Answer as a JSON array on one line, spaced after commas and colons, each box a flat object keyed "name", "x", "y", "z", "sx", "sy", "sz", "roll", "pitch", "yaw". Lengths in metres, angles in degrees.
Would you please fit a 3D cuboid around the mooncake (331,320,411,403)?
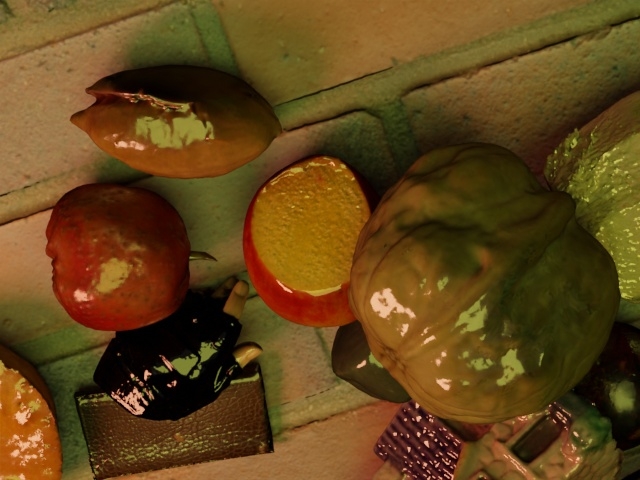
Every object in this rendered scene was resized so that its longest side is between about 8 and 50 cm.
[{"name": "mooncake", "x": 0.091, "y": 0.115, "z": 1.694, "sx": 0.104, "sy": 0.175, "sz": 0.168, "roll": 29, "pitch": 144, "yaw": -10}]

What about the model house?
[{"name": "model house", "x": 0.194, "y": 0.262, "z": 1.653, "sx": 0.237, "sy": 0.202, "sz": 0.237, "roll": -41, "pitch": 65, "yaw": -12}]

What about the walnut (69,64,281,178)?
[{"name": "walnut", "x": -0.168, "y": -0.138, "z": 1.608, "sx": 0.245, "sy": 0.137, "sz": 0.137, "roll": 3, "pitch": 111, "yaw": -9}]

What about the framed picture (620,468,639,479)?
[{"name": "framed picture", "x": 0.400, "y": 0.348, "z": 1.744, "sx": 0.347, "sy": 0.265, "sz": 0.016, "roll": -31, "pitch": 97, "yaw": 8}]

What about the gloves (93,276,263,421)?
[{"name": "gloves", "x": -0.163, "y": 0.125, "z": 1.709, "sx": 0.164, "sy": 0.124, "sz": 0.203, "roll": 34, "pitch": 106, "yaw": -8}]

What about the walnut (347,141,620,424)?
[{"name": "walnut", "x": 0.171, "y": 0.050, "z": 1.495, "sx": 0.277, "sy": 0.282, "sz": 0.253, "roll": -44, "pitch": 150, "yaw": -23}]

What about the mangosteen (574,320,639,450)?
[{"name": "mangosteen", "x": 0.380, "y": 0.178, "z": 1.733, "sx": 0.184, "sy": 0.172, "sz": 0.172, "roll": -13, "pitch": 111, "yaw": 2}]

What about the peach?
[{"name": "peach", "x": 0.000, "y": 0.000, "z": 1.632, "sx": 0.190, "sy": 0.190, "sz": 0.192, "roll": -9, "pitch": 128, "yaw": 1}]

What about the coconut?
[{"name": "coconut", "x": 0.401, "y": -0.068, "z": 1.603, "sx": 0.245, "sy": 0.233, "sz": 0.233, "roll": -30, "pitch": 109, "yaw": 10}]

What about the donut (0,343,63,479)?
[{"name": "donut", "x": -0.453, "y": 0.243, "z": 1.753, "sx": 0.277, "sy": 0.108, "sz": 0.278, "roll": -1, "pitch": 111, "yaw": -2}]

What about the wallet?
[{"name": "wallet", "x": -0.188, "y": 0.235, "z": 1.799, "sx": 0.243, "sy": 0.039, "sz": 0.133, "roll": -10, "pitch": 114, "yaw": 0}]

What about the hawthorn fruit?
[{"name": "hawthorn fruit", "x": -0.223, "y": 0.018, "z": 1.643, "sx": 0.200, "sy": 0.179, "sz": 0.179, "roll": -4, "pitch": 111, "yaw": -2}]
